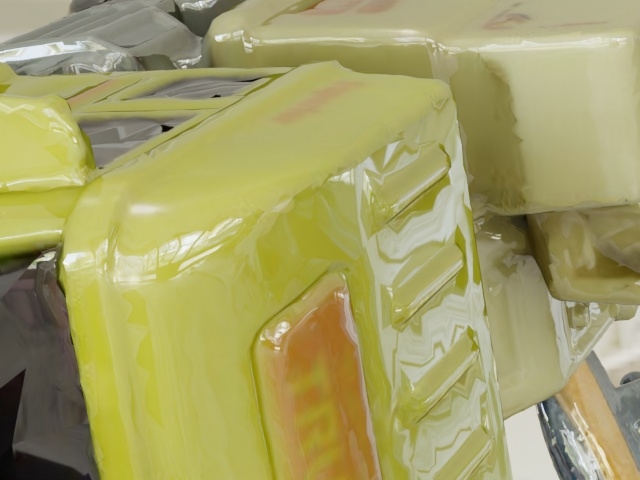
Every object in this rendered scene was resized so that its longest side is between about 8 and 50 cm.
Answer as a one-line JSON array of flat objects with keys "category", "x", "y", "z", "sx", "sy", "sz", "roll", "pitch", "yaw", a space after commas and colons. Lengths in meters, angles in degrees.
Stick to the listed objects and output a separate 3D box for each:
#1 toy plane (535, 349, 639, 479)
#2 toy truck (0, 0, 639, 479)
[{"category": "toy plane", "x": 0.155, "y": 0.158, "z": 0.730, "sx": 0.103, "sy": 0.316, "sz": 0.204, "roll": -5, "pitch": -17, "yaw": -44}, {"category": "toy truck", "x": 0.000, "y": 0.000, "z": 0.532, "sx": 0.254, "sy": 0.180, "sz": 0.405, "roll": -4, "pitch": 17, "yaw": 29}]
